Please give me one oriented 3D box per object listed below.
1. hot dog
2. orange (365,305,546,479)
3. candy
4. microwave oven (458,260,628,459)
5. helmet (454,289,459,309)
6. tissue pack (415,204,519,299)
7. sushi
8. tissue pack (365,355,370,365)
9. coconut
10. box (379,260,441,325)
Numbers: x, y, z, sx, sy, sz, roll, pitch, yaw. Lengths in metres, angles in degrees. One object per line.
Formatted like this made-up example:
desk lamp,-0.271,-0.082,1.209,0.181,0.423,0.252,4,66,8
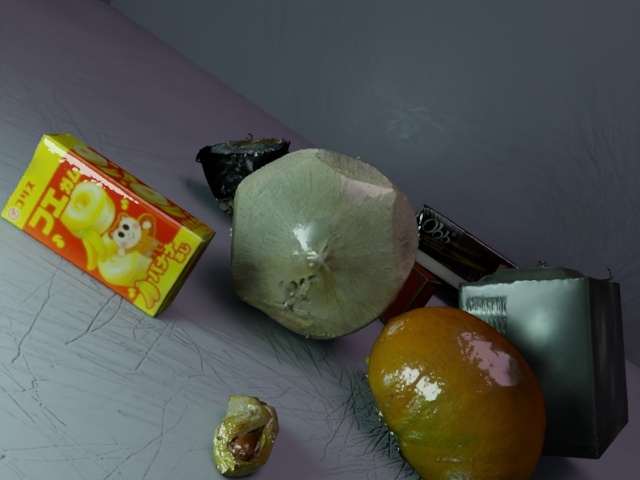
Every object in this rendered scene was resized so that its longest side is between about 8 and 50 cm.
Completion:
hot dog,-0.084,0.226,0.881,0.078,0.061,0.169,34,14,-6
orange,0.225,0.261,1.153,0.274,0.310,0.274,-7,2,0
candy,-0.310,-0.026,1.063,0.276,0.146,0.088,32,12,-1
microwave oven,0.455,0.224,1.428,0.236,0.374,0.432,-3,-7,29
helmet,0.445,0.206,2.157,0.123,0.070,0.098,21,-24,32
tissue pack,0.421,0.067,2.294,0.370,0.198,0.210,35,-4,3
sushi,-0.163,-0.136,1.730,0.225,0.218,0.238,3,26,32
tissue pack,0.169,0.232,1.315,0.127,0.123,0.178,47,21,24
coconut,0.000,0.000,1.294,0.346,0.346,0.360,35,7,6
box,0.154,0.088,1.726,0.074,0.153,0.240,11,26,-49
